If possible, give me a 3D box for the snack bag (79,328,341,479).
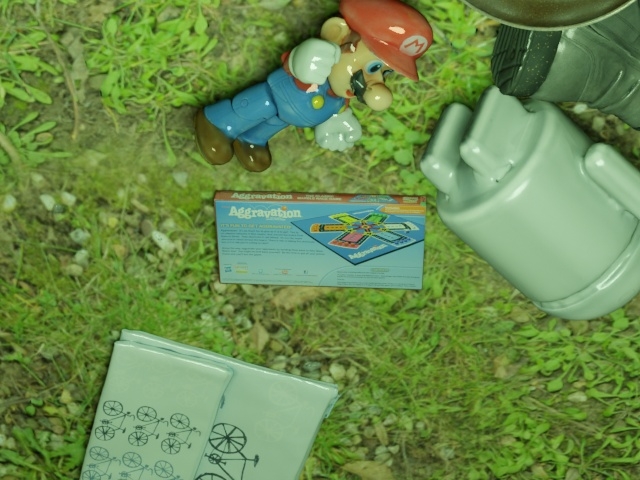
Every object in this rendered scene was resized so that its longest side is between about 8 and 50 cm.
[{"bbox_3d":[-0.173,0.297,2.168,0.342,0.037,0.323,16,126,-7],"label":"snack bag"}]

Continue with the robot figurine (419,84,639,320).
[{"bbox_3d":[0.286,-0.036,1.783,0.353,0.200,0.300,41,149,-23],"label":"robot figurine"}]

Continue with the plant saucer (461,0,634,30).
[{"bbox_3d":[0.243,-0.379,1.516,0.310,0.050,0.311,8,110,22],"label":"plant saucer"}]

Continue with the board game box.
[{"bbox_3d":[0.000,0.000,1.940,0.281,0.027,0.145,2,128,3],"label":"board game box"}]

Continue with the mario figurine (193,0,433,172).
[{"bbox_3d":[0.004,-0.168,1.720,0.320,0.198,0.170,-32,106,29],"label":"mario figurine"}]

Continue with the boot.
[{"bbox_3d":[0.349,-0.301,1.655,0.222,0.118,0.338,9,122,-19],"label":"boot"}]
